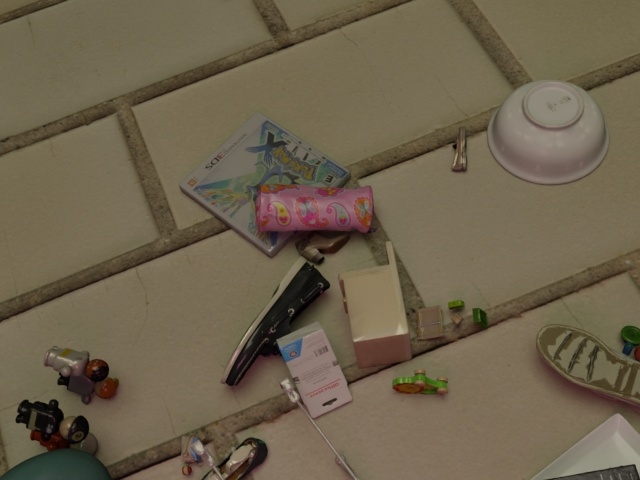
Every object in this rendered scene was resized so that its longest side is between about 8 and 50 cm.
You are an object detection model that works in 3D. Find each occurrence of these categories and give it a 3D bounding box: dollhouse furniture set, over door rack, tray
[{"bbox_3d":[0.292,0.181,1.909,0.152,0.058,0.076,-13,65,22],"label":"dollhouse furniture set"},{"bbox_3d":[-0.068,0.473,1.721,0.239,0.108,0.324,-35,82,-13],"label":"over door rack"},{"bbox_3d":[0.541,0.477,1.696,0.270,0.030,0.145,-33,60,-12],"label":"tray"}]

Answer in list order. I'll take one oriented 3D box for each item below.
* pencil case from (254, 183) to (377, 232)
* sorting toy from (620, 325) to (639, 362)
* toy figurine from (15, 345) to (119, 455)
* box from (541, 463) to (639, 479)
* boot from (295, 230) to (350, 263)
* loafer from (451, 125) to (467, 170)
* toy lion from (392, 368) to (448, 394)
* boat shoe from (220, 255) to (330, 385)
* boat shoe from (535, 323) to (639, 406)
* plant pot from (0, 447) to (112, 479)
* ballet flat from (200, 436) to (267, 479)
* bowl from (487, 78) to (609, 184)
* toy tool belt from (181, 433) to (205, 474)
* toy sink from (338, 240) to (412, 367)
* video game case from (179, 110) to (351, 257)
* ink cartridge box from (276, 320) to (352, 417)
[{"bbox_3d":[-0.012,-0.073,2.014,0.284,0.124,0.124,1,59,-8],"label":"pencil case"},{"bbox_3d":[0.672,0.233,1.821,0.061,0.042,0.102,-10,46,-16],"label":"sorting toy"},{"bbox_3d":[-0.526,0.345,1.819,0.148,0.213,0.209,17,60,5],"label":"toy figurine"},{"bbox_3d":[0.503,0.520,1.596,0.207,0.108,0.153,-10,60,3],"label":"box"},{"bbox_3d":[0.000,0.000,2.045,0.118,0.042,0.087,-37,60,-14],"label":"boot"},{"bbox_3d":[0.345,-0.231,2.132,0.039,0.045,0.125,-4,62,14],"label":"loafer"},{"bbox_3d":[0.207,0.309,1.815,0.100,0.096,0.034,21,56,-27],"label":"toy lion"},{"bbox_3d":[-0.092,0.197,1.899,0.113,0.127,0.340,34,63,2],"label":"boat shoe"},{"bbox_3d":[0.587,0.274,1.767,0.302,0.103,0.113,27,80,20],"label":"boat shoe"},{"bbox_3d":[-0.518,0.531,1.695,0.290,0.290,0.195,3,32,9],"label":"plant pot"},{"bbox_3d":[-0.196,0.484,1.771,0.203,0.074,0.074,-41,63,-15],"label":"ballet flat"},{"bbox_3d":[0.562,-0.292,2.085,0.298,0.134,0.297,-4,60,6],"label":"bowl"},{"bbox_3d":[-0.268,0.453,1.810,0.051,0.052,0.083,-12,59,11],"label":"toy tool belt"},{"bbox_3d":[0.116,0.140,1.882,0.131,0.152,0.234,-9,60,3],"label":"toy sink"},{"bbox_3d":[-0.142,-0.151,2.155,0.329,0.036,0.300,35,70,24],"label":"video game case"},{"bbox_3d":[-0.013,0.278,1.839,0.104,0.180,0.060,-24,16,-7],"label":"ink cartridge box"}]
